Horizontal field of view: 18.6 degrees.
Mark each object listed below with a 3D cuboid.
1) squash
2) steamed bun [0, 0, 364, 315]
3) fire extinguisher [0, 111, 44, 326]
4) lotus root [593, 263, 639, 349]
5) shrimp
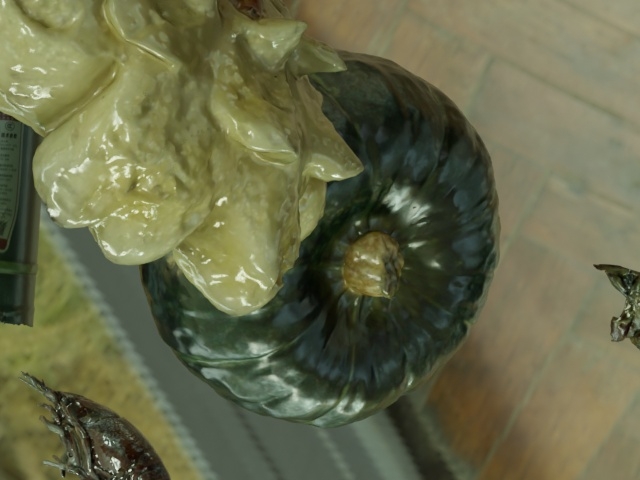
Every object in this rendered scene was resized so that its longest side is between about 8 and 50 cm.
[{"bbox_3d":[0.000,0.000,1.297,0.165,0.252,0.252,18,146,58],"label":"squash"},{"bbox_3d":[-0.089,-0.117,0.995,0.137,0.295,0.292,-41,104,16],"label":"steamed bun"},{"bbox_3d":[-0.243,-0.087,1.411,0.118,0.093,0.294,4,90,10],"label":"fire extinguisher"},{"bbox_3d":[0.302,0.102,1.358,0.278,0.154,0.154,36,138,9],"label":"lotus root"},{"bbox_3d":[-0.164,0.151,1.413,0.165,0.056,0.065,38,101,26],"label":"shrimp"}]
